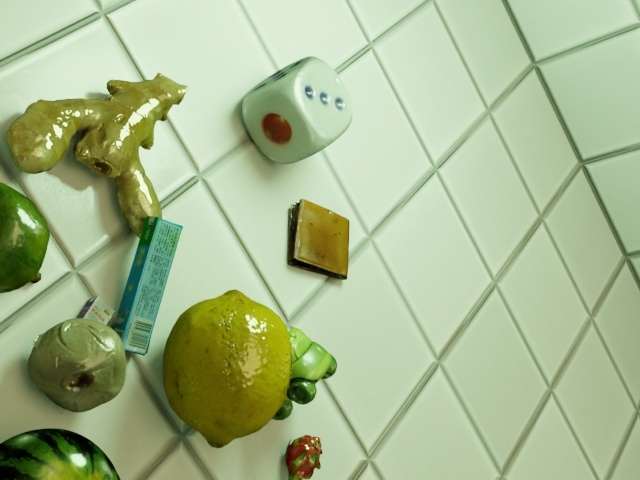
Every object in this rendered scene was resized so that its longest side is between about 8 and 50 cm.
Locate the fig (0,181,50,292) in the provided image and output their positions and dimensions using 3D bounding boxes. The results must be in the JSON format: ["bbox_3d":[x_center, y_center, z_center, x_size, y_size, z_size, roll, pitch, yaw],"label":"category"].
[{"bbox_3d":[-0.561,0.009,1.672,0.235,0.203,0.203,73,16,-73],"label":"fig"}]

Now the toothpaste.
[{"bbox_3d":[-0.340,0.088,1.877,0.065,0.050,0.266,21,81,-40],"label":"toothpaste"}]

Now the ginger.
[{"bbox_3d":[-0.431,-0.221,1.898,0.363,0.122,0.348,27,58,-33],"label":"ginger"}]

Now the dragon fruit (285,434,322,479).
[{"bbox_3d":[-0.039,0.483,2.111,0.086,0.081,0.116,68,35,-58],"label":"dragon fruit"}]

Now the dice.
[{"bbox_3d":[-0.055,-0.304,2.249,0.193,0.194,0.192,58,44,-15],"label":"dice"}]

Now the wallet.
[{"bbox_3d":[-0.002,0.000,2.330,0.195,0.042,0.161,19,70,-45],"label":"wallet"}]

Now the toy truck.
[{"bbox_3d":[-0.075,0.264,2.058,0.148,0.187,0.210,-43,110,-52],"label":"toy truck"}]

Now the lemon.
[{"bbox_3d":[-0.184,0.254,1.898,0.258,0.258,0.310,17,69,-43],"label":"lemon"}]

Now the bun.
[{"bbox_3d":[-0.431,0.229,1.716,0.173,0.113,0.166,-12,108,-17],"label":"bun"}]

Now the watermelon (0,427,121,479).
[{"bbox_3d":[-0.453,0.436,1.562,0.269,0.269,0.269,16,67,-43],"label":"watermelon"}]

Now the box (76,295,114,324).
[{"bbox_3d":[-0.441,0.164,1.812,0.050,0.036,0.117,48,48,-27],"label":"box"}]
